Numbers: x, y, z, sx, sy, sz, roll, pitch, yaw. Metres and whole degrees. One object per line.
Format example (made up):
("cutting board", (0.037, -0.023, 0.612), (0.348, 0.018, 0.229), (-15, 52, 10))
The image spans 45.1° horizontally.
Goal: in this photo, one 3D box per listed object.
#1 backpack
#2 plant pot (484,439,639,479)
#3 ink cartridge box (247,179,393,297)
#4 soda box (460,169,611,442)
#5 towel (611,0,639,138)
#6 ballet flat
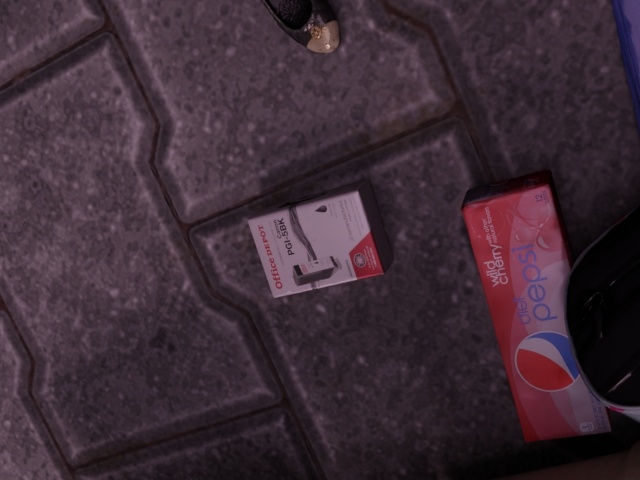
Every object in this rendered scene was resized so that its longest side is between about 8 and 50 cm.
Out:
("backpack", (0.338, 0.049, 0.639), (0.191, 0.225, 0.253), (33, 124, -25))
("plant pot", (0.248, 0.358, 0.761), (0.305, 0.334, 0.333), (-15, 100, 31))
("ink cartridge box", (0.000, 0.000, 0.857), (0.135, 0.056, 0.099), (-14, 101, 20))
("soda box", (0.224, 0.067, 0.791), (0.092, 0.083, 0.263), (-14, 101, 21))
("towel", (0.440, -0.174, 0.661), (0.336, 0.040, 0.243), (-13, 98, 28))
("ballet flat", (-0.045, -0.261, 0.802), (0.057, 0.049, 0.173), (-42, 90, 24))
